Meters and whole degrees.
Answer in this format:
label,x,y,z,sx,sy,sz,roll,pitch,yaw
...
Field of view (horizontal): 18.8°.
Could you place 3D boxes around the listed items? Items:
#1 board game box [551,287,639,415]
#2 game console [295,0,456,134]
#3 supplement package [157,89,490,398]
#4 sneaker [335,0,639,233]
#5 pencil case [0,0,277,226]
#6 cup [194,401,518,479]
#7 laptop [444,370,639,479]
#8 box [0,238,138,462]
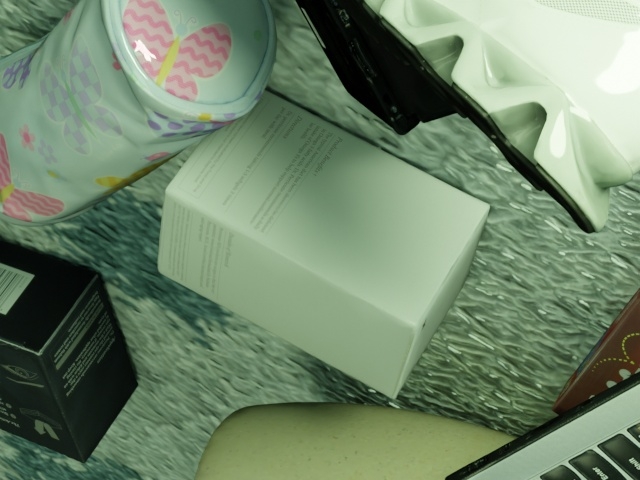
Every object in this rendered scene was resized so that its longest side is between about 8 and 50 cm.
label,x,y,z,sx,sy,sz,roll,pitch,yaw
board game box,0.250,0.077,1.181,0.145,0.027,0.281,32,150,5
game console,0.041,-0.128,1.101,0.107,0.071,0.122,44,167,54
supplement package,0.000,0.000,1.229,0.179,0.105,0.105,29,149,10
sneaker,0.070,-0.158,0.952,0.330,0.146,0.122,45,-178,25
pencil case,-0.136,-0.096,1.214,0.273,0.113,0.124,-23,89,55
cup,0.084,0.258,1.363,0.237,0.331,0.331,-13,131,20
laptop,0.231,0.307,1.153,0.408,0.236,0.382,-34,117,32
box,-0.251,0.084,1.596,0.156,0.093,0.158,18,145,23
